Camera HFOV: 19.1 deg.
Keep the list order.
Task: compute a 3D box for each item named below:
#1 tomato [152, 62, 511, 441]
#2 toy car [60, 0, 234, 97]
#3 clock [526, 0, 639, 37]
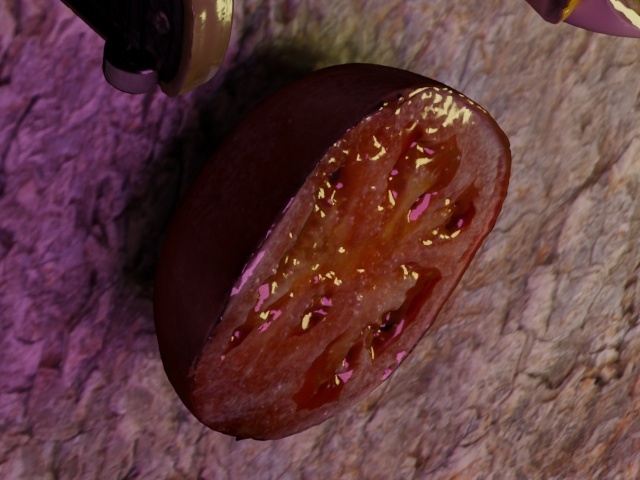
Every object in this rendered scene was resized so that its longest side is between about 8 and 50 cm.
[{"bbox_3d":[-0.010,-0.007,1.481,0.338,0.144,0.338,-33,147,-25],"label":"tomato"},{"bbox_3d":[-0.117,-0.191,1.076,0.124,0.257,0.101,-27,143,-31],"label":"toy car"},{"bbox_3d":[0.261,-0.333,1.340,0.377,0.250,0.368,-23,139,-21],"label":"clock"}]
